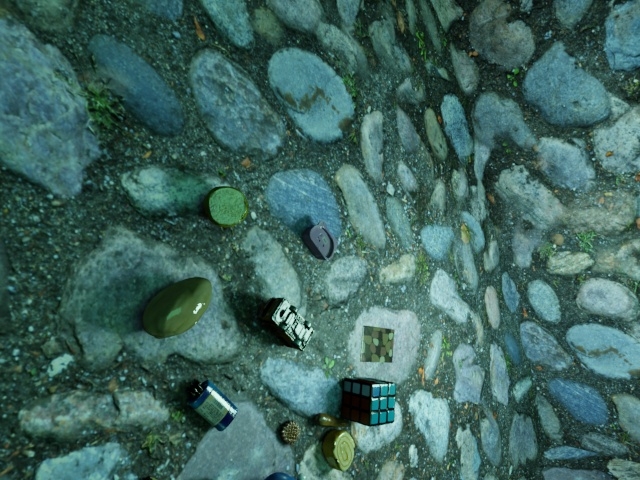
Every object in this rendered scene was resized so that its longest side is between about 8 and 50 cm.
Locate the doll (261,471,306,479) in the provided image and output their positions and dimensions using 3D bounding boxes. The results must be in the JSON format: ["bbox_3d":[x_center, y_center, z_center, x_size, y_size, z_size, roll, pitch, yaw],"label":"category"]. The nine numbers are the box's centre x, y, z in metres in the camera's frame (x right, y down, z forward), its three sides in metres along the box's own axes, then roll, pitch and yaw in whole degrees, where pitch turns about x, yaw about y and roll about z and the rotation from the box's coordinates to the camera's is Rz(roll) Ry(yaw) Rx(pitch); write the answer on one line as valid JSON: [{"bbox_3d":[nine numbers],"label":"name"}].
[{"bbox_3d":[-0.119,0.869,1.354,0.215,0.161,0.256,-71,147,-41],"label":"doll"}]

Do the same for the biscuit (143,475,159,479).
[{"bbox_3d":[-0.418,0.716,1.129,0.188,0.056,0.052,54,50,-24],"label":"biscuit"}]

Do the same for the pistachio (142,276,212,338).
[{"bbox_3d":[-0.402,0.189,1.167,0.226,0.136,0.135,-47,117,-44],"label":"pistachio"}]

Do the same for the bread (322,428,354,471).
[{"bbox_3d":[0.077,0.810,1.588,0.122,0.073,0.149,-38,111,-42],"label":"bread"}]

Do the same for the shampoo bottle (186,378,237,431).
[{"bbox_3d":[-0.334,0.493,1.241,0.087,0.050,0.182,-51,120,-32],"label":"shampoo bottle"}]

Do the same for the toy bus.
[{"bbox_3d":[-0.122,0.288,1.429,0.201,0.114,0.098,54,52,-32],"label":"toy bus"}]

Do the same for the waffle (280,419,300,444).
[{"bbox_3d":[-0.107,0.682,1.456,0.075,0.029,0.083,-43,112,-39],"label":"waffle"}]

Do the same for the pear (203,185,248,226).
[{"bbox_3d":[-0.305,-0.105,1.310,0.141,0.104,0.140,3,82,-20],"label":"pear"}]

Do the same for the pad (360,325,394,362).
[{"bbox_3d":[0.263,0.475,1.860,0.235,0.003,0.158,18,73,-42],"label":"pad"}]

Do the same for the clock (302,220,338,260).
[{"bbox_3d":[0.000,0.000,1.628,0.152,0.050,0.110,56,52,-25],"label":"clock"}]

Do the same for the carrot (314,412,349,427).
[{"bbox_3d":[0.048,0.706,1.592,0.191,0.047,0.047,33,63,-38],"label":"carrot"}]

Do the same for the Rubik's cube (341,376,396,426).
[{"bbox_3d":[0.196,0.651,1.664,0.162,0.163,0.160,14,75,-39],"label":"Rubik's cube"}]
